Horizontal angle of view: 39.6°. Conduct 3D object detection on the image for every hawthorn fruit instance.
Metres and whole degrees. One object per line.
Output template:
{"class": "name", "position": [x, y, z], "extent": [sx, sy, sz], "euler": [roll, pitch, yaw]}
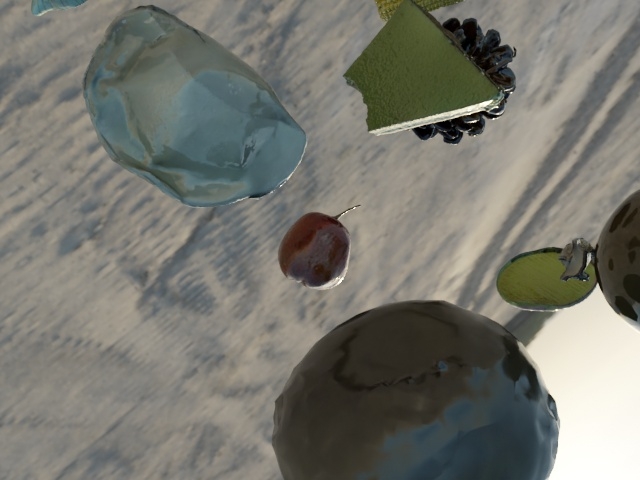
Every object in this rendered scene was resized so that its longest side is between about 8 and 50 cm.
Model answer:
{"class": "hawthorn fruit", "position": [0.000, 0.000, 1.879], "extent": [0.203, 0.163, 0.162], "euler": [-67, 164, 5]}

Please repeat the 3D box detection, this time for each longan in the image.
{"class": "longan", "position": [0.643, 0.038, 1.587], "extent": [0.319, 0.319, 0.319], "euler": [-39, 167, -11]}
{"class": "longan", "position": [0.157, 0.288, 1.386], "extent": [0.436, 0.404, 0.404], "euler": [-2, 146, -29]}

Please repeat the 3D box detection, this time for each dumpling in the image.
{"class": "dumpling", "position": [-0.201, -0.186, 1.398], "extent": [0.341, 0.181, 0.260], "euler": [48, 65, -38]}

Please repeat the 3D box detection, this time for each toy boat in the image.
{"class": "toy boat", "position": [0.517, 0.030, 1.777], "extent": [0.210, 0.066, 0.084], "euler": [-22, 126, -68]}

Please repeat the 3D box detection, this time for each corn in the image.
{"class": "corn", "position": [0.228, -0.518, 1.821], "extent": [0.244, 0.093, 0.093], "euler": [-15, 172, 13]}

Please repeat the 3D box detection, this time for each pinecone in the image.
{"class": "pinecone", "position": [0.305, -0.352, 2.003], "extent": [0.298, 0.242, 0.296], "euler": [-14, 169, -25]}

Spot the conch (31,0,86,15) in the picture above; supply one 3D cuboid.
{"class": "conch", "position": [-0.401, -0.404, 1.305], "extent": [0.137, 0.234, 0.114], "euler": [-51, 144, -5]}

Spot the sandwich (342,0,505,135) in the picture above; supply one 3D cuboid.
{"class": "sandwich", "position": [0.161, -0.247, 1.478], "extent": [0.212, 0.245, 0.063], "euler": [-48, 152, 23]}

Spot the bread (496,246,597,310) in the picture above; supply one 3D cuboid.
{"class": "bread", "position": [0.506, 0.090, 1.986], "extent": [0.228, 0.228, 0.033], "euler": [-35, 127, -28]}
